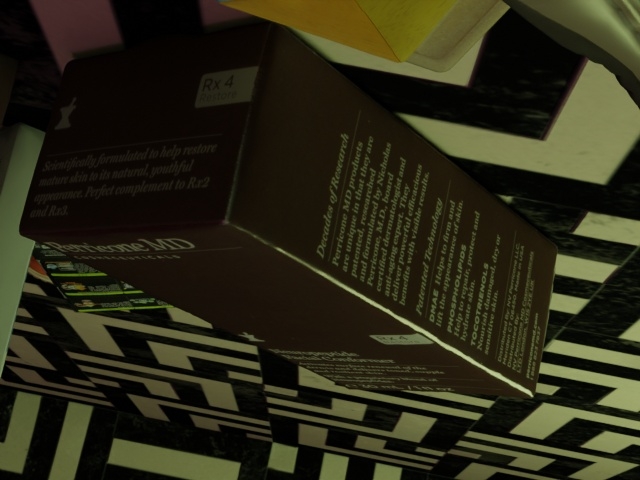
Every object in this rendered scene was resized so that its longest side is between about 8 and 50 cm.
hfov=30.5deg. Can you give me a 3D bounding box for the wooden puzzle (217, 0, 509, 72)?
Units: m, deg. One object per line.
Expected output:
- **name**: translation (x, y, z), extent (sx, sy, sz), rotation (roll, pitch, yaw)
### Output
- **wooden puzzle**: translation (-0.001, -0.148, 0.533), extent (0.221, 0.044, 0.238), rotation (16, 162, -14)

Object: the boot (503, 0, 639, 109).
- **boot**: translation (0.222, -0.117, 0.336), extent (0.284, 0.138, 0.377), rotation (-11, 157, 41)

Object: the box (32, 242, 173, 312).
- **box**: translation (-0.149, 0.013, 1.050), extent (0.190, 0.045, 0.184), rotation (-4, 159, 3)

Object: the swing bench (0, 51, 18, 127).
- **swing bench**: translation (-0.387, -0.074, 0.817), extent (0.253, 0.165, 0.254), rotation (22, 160, -28)

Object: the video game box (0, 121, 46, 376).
- **video game box**: translation (-0.299, 0.018, 0.979), extent (0.048, 0.205, 0.187), rotation (23, 160, -37)

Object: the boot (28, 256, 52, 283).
- **boot**: translation (-0.223, 0.008, 1.158), extent (0.157, 0.059, 0.085), rotation (4, 160, -3)

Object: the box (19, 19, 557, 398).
- **box**: translation (0.000, 0.000, 0.846), extent (0.191, 0.143, 0.381), rotation (-3, 156, 39)
